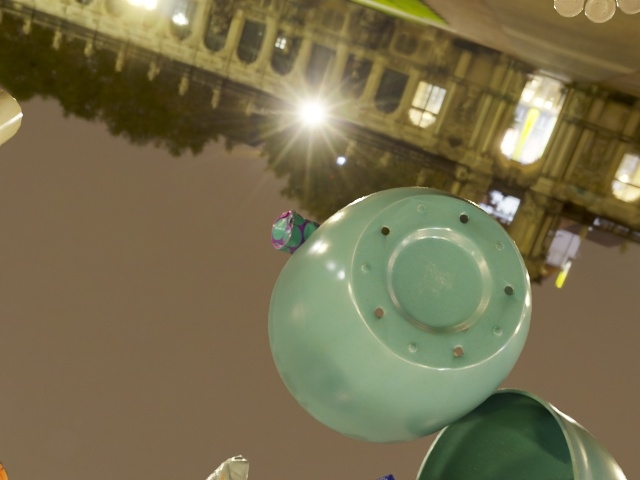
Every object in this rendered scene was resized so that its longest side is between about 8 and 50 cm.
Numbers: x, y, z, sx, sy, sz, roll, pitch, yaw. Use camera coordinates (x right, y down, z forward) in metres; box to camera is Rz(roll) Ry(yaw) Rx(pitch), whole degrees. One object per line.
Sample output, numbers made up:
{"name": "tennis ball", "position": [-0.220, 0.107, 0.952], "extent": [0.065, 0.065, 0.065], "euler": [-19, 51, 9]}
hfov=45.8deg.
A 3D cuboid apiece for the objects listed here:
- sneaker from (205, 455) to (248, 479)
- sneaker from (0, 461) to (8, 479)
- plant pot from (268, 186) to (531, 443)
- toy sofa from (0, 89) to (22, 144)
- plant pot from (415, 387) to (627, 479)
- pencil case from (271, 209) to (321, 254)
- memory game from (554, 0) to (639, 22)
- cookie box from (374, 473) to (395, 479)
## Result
{"name": "sneaker", "position": [-0.040, 0.363, 0.905], "extent": [0.262, 0.121, 0.099], "euler": [37, 164, 6]}
{"name": "sneaker", "position": [-0.523, 0.292, 1.000], "extent": [0.221, 0.083, 0.087], "euler": [24, -158, 11]}
{"name": "plant pot", "position": [0.097, 0.073, 0.852], "extent": [0.293, 0.293, 0.235], "euler": [18, 161, -3]}
{"name": "toy sofa", "position": [-0.286, -0.136, 0.262], "extent": [0.362, 0.177, 0.150], "euler": [45, -161, -16]}
{"name": "plant pot", "position": [0.268, 0.351, 0.916], "extent": [0.196, 0.293, 0.293], "euler": [26, -167, -21]}
{"name": "pencil case", "position": [0.000, 0.000, 1.234], "extent": [0.152, 0.070, 0.064], "euler": [19, 169, -27]}
{"name": "memory game", "position": [0.352, -0.365, 0.943], "extent": [0.186, 0.186, 0.012], "euler": [23, -164, 13]}
{"name": "cookie box", "position": [0.025, 0.253, 0.609], "extent": [0.107, 0.091, 0.040], "euler": [-22, 172, 2]}
